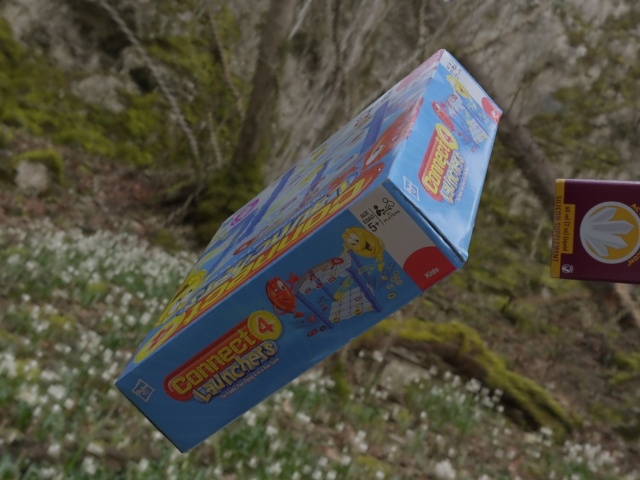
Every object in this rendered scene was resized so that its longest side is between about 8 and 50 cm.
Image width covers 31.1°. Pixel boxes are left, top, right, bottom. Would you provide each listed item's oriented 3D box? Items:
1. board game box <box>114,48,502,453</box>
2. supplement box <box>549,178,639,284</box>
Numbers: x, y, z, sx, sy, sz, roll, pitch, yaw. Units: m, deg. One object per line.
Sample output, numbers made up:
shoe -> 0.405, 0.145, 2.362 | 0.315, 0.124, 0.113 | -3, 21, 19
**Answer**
board game box -> 0.000, 0.000, 0.997 | 0.308, 0.302, 0.086 | -37, -77, 27
supplement box -> 0.337, -0.008, 1.177 | 0.188, 0.104, 0.081 | 4, 4, 22
